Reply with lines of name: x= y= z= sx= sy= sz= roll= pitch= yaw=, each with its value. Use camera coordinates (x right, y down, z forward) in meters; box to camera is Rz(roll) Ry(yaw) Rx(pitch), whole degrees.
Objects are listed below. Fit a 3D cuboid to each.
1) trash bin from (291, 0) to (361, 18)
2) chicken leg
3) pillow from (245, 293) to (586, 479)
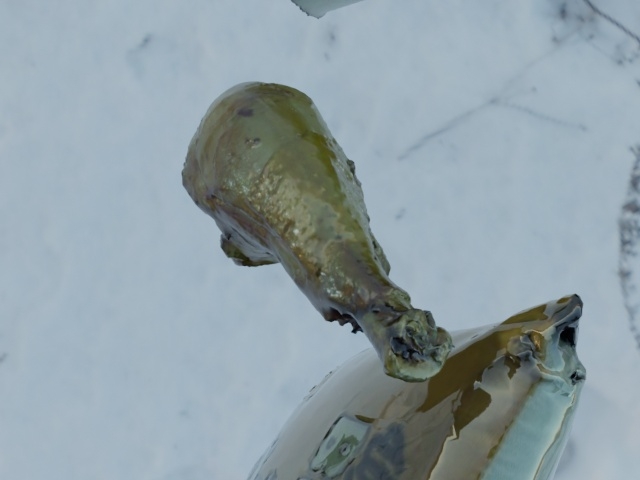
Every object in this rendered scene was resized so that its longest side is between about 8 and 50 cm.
trash bin: x=0.151 y=-0.316 z=0.855 sx=0.432 sy=0.280 sz=0.280 roll=-18 pitch=126 yaw=15
chicken leg: x=0.000 y=0.000 z=0.613 sx=0.070 sy=0.178 sz=0.093 roll=-28 pitch=134 yaw=-14
pillow: x=0.005 y=0.172 z=0.710 sx=0.119 sy=0.312 sz=0.310 roll=33 pitch=79 yaw=-6
